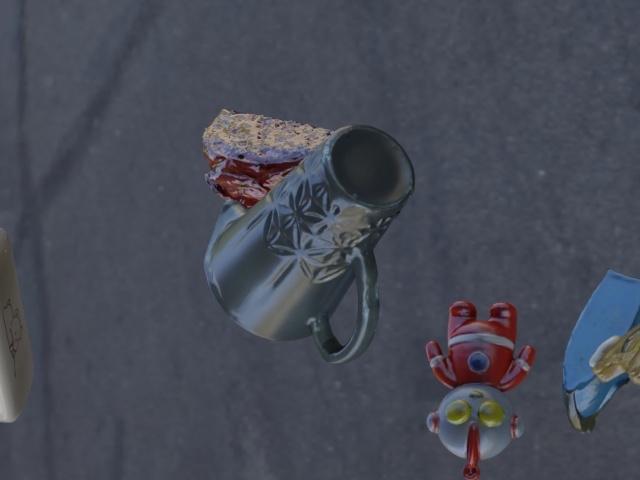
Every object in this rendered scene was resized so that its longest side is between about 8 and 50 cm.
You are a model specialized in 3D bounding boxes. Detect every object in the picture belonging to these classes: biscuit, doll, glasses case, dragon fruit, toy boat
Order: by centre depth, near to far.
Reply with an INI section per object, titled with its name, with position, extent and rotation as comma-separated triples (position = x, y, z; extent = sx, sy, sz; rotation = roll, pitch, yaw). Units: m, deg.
[glasses case]
position = -0.286, 0.074, 1.255
extent = 0.083, 0.050, 0.196
rotation = -78, -9, -46
[biscuit]
position = 0.335, 0.075, 1.350
extent = 0.035, 0.158, 0.240
rotation = 50, 167, 0
[toy boat]
position = 0.320, 0.124, 1.621
extent = 0.075, 0.077, 0.185
rotation = 15, 71, 41
[doll]
position = 0.201, 0.192, 1.881
extent = 0.076, 0.142, 0.245
rotation = 74, -158, -57
[dragon fruit]
position = -0.071, -0.067, 2.263
extent = 0.317, 0.152, 0.205
rotation = 13, 128, 40

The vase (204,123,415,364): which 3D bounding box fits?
[vase]
position = 0.000, 0.000, 1.579
extent = 0.251, 0.156, 0.301
rotation = 62, 148, 14
